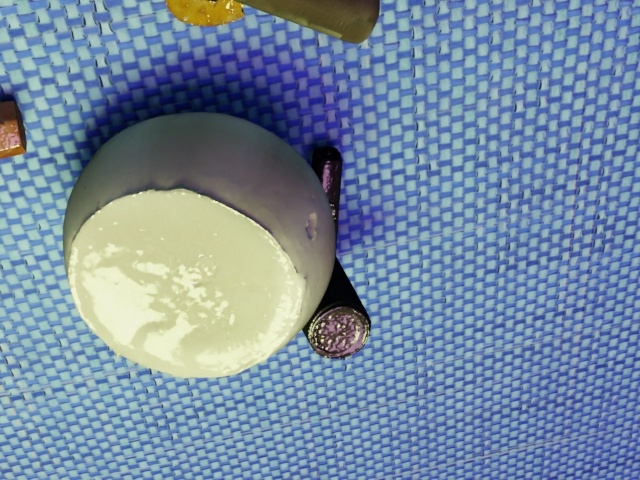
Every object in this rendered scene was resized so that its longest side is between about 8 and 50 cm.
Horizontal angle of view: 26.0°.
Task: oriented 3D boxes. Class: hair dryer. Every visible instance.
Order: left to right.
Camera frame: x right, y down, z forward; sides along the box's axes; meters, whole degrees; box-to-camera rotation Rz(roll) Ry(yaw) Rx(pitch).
[{"bbox_3d":[0.000,0.000,1.746,0.089,0.197,0.251,-6,119,-13],"label":"hair dryer"}]

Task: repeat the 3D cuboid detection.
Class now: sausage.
[{"bbox_3d":[-0.417,-0.110,1.548,0.169,0.065,0.065,-11,141,-2],"label":"sausage"}]

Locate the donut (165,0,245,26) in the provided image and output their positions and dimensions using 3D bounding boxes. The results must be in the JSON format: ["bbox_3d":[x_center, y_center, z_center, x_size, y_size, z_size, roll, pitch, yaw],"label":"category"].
[{"bbox_3d":[-0.118,-0.274,1.453,0.097,0.043,0.108,6,139,-23],"label":"donut"}]

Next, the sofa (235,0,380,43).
[{"bbox_3d":[0.032,-0.315,1.336,0.200,0.182,0.258,15,133,-32],"label":"sofa"}]

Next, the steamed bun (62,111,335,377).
[{"bbox_3d":[-0.139,-0.005,1.620,0.324,0.206,0.324,5,125,7],"label":"steamed bun"}]
